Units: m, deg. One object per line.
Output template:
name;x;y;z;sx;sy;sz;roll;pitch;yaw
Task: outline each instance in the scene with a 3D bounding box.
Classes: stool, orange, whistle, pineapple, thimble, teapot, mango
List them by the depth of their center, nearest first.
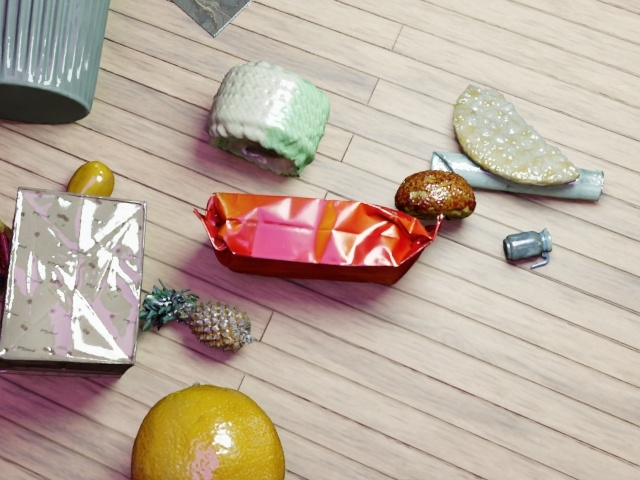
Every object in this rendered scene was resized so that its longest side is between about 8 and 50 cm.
orange;-0.184;0.362;1.382;0.264;0.264;0.264;-1;75;4
pineapple;-0.220;0.146;1.515;0.221;0.083;0.103;18;77;11
teapot;0.375;0.015;1.516;0.083;0.049;0.064;-10;75;2
thimble;-0.099;-0.220;1.536;0.219;0.219;0.150;19;78;9
whistle;0.356;-0.118;1.547;0.312;0.062;0.062;7;76;7
stool;-0.544;-0.412;1.589;0.297;0.297;0.330;1;80;5
mango;-0.443;-0.098;1.607;0.080;0.060;0.114;20;82;12

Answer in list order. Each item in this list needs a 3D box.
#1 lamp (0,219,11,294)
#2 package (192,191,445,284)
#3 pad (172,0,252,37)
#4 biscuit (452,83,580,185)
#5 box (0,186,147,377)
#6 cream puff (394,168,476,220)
lamp;-0.638;-0.013;1.576;0.118;0.118;0.253;-15;76;1
package;-0.001;-0.001;1.477;0.423;0.196;0.123;3;80;5
pad;-0.176;-0.619;1.748;0.247;0.007;0.367;43;82;13
biscuit;0.328;-0.181;1.535;0.141;0.038;0.290;-25;56;-16
box;-0.432;0.081;1.466;0.225;0.190;0.297;6;75;-18
cream puff;0.207;-0.081;1.507;0.149;0.149;0.085;4;86;6
